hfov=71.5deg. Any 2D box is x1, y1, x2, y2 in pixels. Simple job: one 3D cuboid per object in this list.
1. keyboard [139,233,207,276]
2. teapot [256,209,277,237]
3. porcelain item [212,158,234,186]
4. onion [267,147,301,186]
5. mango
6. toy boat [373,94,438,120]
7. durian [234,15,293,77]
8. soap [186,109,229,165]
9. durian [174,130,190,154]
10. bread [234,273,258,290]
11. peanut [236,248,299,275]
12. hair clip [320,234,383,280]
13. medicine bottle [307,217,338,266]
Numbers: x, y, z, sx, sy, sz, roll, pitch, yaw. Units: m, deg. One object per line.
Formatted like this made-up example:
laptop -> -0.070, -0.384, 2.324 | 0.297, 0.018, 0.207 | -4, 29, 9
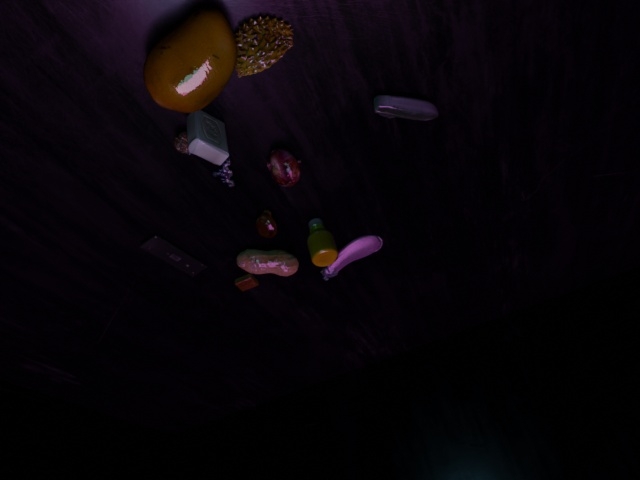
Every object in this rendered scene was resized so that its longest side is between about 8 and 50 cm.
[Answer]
keyboard -> -0.652, 0.071, 1.983 | 0.106, 0.027, 0.317 | -32, 139, 14
teapot -> -0.227, -0.072, 1.919 | 0.098, 0.078, 0.129 | 16, 131, 24
porcelain item -> -0.372, -0.255, 1.684 | 0.075, 0.021, 0.136 | -6, 140, -5
onion -> -0.118, -0.284, 1.673 | 0.140, 0.150, 0.150 | -31, 151, -32
mango -> -0.363, -0.505, 1.267 | 0.211, 0.173, 0.317 | 39, 109, -23
toy boat -> 0.312, -0.474, 1.606 | 0.261, 0.078, 0.085 | 1, 163, -18
durian -> -0.179, -0.568, 1.318 | 0.182, 0.165, 0.132 | 4, -175, 11
soap -> -0.371, -0.340, 1.451 | 0.121, 0.183, 0.064 | 23, 128, -39
durian -> -0.458, -0.334, 1.513 | 0.080, 0.080, 0.091 | -26, 161, 13
bread -> -0.373, 0.212, 2.240 | 0.094, 0.035, 0.090 | -22, 141, 8
peanut -> -0.246, 0.099, 2.075 | 0.290, 0.130, 0.130 | 4, 138, -13
hair clip -> 0.147, 0.071, 2.219 | 0.359, 0.110, 0.095 | -31, 179, 13
medicine bottle -> 0.000, 0.000, 1.963 | 0.122, 0.212, 0.122 | -9, 141, -8
